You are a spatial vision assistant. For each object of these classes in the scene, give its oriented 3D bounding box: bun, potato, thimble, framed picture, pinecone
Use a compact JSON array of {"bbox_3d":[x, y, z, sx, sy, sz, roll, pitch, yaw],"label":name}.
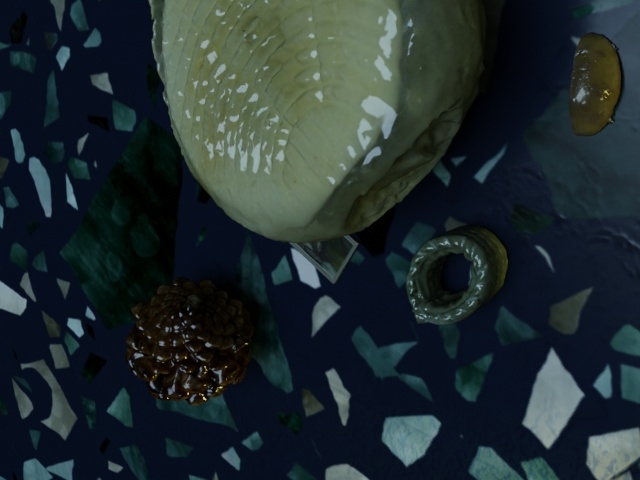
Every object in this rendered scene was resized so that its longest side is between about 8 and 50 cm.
[{"bbox_3d":[0.005,-0.185,0.796,0.364,0.202,0.364,15,112,40],"label":"bun"},{"bbox_3d":[0.243,-0.137,0.735,0.037,0.036,0.093,11,108,38],"label":"potato"},{"bbox_3d":[0.136,0.037,0.843,0.084,0.062,0.110,40,122,20],"label":"thimble"},{"bbox_3d":[0.000,0.000,0.970,0.089,0.007,0.066,43,123,20],"label":"framed picture"},{"bbox_3d":[-0.162,0.130,1.036,0.174,0.174,0.173,10,108,34],"label":"pinecone"}]
